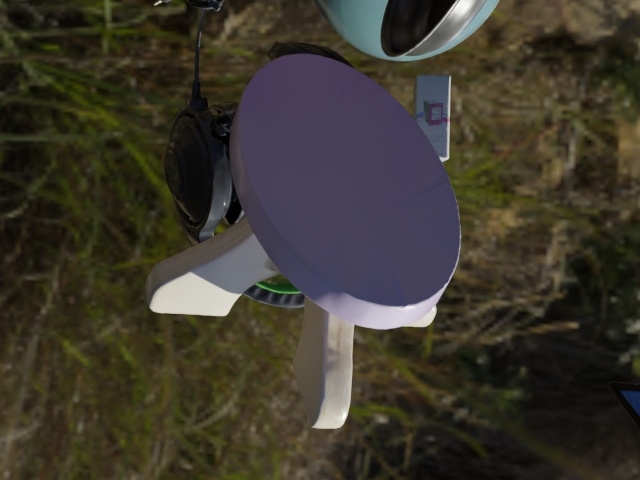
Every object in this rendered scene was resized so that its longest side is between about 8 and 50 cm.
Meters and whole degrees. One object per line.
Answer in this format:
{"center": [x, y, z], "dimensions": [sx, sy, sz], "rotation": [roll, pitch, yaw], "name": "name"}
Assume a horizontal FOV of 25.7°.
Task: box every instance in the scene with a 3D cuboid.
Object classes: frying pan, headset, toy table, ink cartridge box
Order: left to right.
{"center": [-0.047, -0.106, 1.401], "dimensions": [0.243, 0.185, 0.394], "rotation": [-36, 115, -14], "name": "headset"}
{"center": [0.000, 0.000, 1.123], "dimensions": [0.274, 0.252, 0.161], "rotation": [-92, -159, -47], "name": "toy table"}
{"center": [0.162, -0.179, 2.055], "dimensions": [0.088, 0.052, 0.122], "rotation": [74, 19, -90], "name": "ink cartridge box"}
{"center": [0.155, -0.290, 1.273], "dimensions": [0.053, 0.326, 0.197], "rotation": [27, 43, -19], "name": "frying pan"}

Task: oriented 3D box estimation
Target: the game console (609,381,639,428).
{"center": [0.433, 0.194, 1.634], "dimensions": [0.124, 0.144, 0.085], "rotation": [-38, 135, 7], "name": "game console"}

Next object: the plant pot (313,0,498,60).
{"center": [0.086, -0.399, 1.832], "dimensions": [0.195, 0.290, 0.290], "rotation": [16, 79, -64], "name": "plant pot"}
